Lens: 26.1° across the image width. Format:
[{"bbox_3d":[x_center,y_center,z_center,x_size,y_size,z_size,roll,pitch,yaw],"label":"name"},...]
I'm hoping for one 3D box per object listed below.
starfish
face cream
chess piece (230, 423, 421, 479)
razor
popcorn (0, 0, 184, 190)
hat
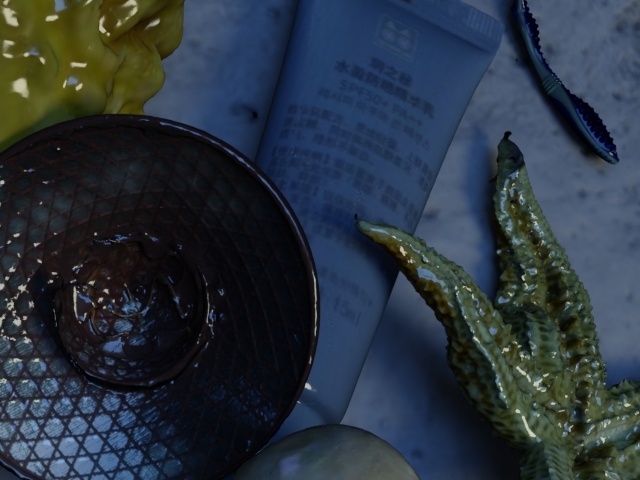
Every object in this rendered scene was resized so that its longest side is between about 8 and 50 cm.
[{"bbox_3d":[0.140,0.108,0.754,0.347,0.078,0.358,45,39,-2],"label":"starfish"},{"bbox_3d":[0.000,0.000,0.781,0.135,0.086,0.385,25,65,-12],"label":"face cream"},{"bbox_3d":[0.035,0.210,0.654,0.142,0.142,0.261,-32,102,-24],"label":"chess piece"},{"bbox_3d":[0.152,-0.116,0.896,0.028,0.044,0.155,-24,83,8],"label":"razor"},{"bbox_3d":[-0.157,-0.126,0.709,0.203,0.200,0.226,-9,75,-9],"label":"popcorn"},{"bbox_3d":[-0.096,0.030,0.699,0.193,0.082,0.193,0,97,-1],"label":"hat"}]
